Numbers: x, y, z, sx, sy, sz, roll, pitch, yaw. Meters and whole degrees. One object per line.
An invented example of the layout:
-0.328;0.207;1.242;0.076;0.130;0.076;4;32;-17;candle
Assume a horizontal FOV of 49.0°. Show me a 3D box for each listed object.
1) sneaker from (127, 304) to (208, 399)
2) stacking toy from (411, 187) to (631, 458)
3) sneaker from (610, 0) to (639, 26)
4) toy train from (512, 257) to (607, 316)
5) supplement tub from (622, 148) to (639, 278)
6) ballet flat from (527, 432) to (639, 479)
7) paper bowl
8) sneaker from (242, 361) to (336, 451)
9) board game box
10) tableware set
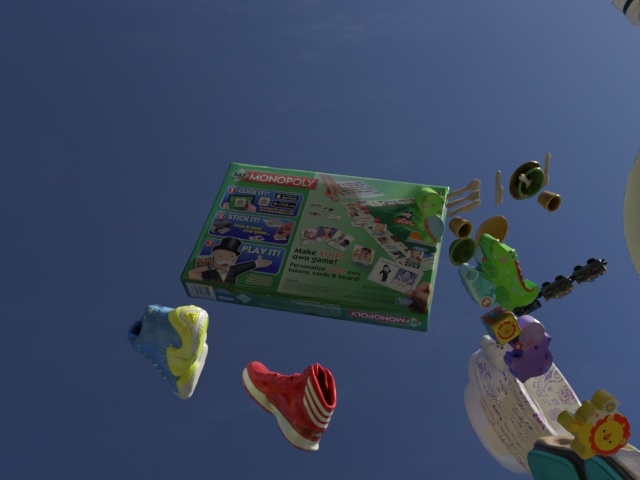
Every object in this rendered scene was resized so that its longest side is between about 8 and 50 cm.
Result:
-0.261;0.181;1.199;0.126;0.240;0.091;17;-136;0;sneaker
0.162;0.059;0.592;0.052;0.167;0.221;-33;-69;-2;stacking toy
0.508;-0.384;1.095;0.235;0.090;0.095;-4;-130;-52;sneaker
0.365;0.073;1.074;0.158;0.027;0.036;-31;-48;16;toy train
0.405;-0.026;0.586;0.331;0.241;0.241;-4;-92;-50;supplement tub
0.336;0.265;0.784;0.106;0.316;0.108;-14;-91;-6;ballet flat
0.389;0.331;1.356;0.148;0.284;0.284;-39;-80;24;paper bowl
-0.043;0.248;1.216;0.087;0.221;0.128;21;-77;-47;sneaker
0.000;0.000;0.937;0.317;0.046;0.214;8;-129;12;board game box
0.210;-0.031;0.800;0.154;0.024;0.104;-22;-54;-19;tableware set
